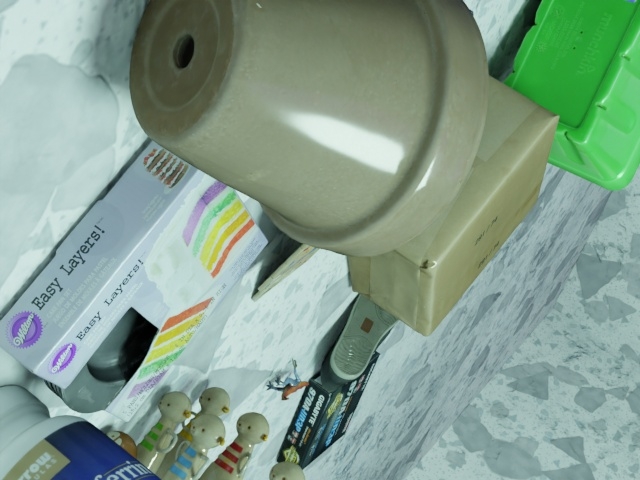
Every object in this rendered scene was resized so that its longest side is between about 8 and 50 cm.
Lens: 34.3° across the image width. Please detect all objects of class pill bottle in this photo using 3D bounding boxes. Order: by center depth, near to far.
[{"bbox_3d":[-0.227,0.258,0.962,0.153,0.264,0.153,-48,159,-25],"label":"pill bottle"}]

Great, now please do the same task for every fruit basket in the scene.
[{"bbox_3d":[0.461,-0.290,1.718,0.392,0.283,0.392,-37,142,-36],"label":"fruit basket"}]

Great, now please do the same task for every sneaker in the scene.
[{"bbox_3d":[0.068,0.158,1.800,0.222,0.083,0.118,-52,180,-29],"label":"sneaker"}]

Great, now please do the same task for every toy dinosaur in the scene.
[{"bbox_3d":[-0.047,0.235,1.647,0.082,0.090,0.047,19,124,-38],"label":"toy dinosaur"}]

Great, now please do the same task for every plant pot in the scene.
[{"bbox_3d":[-0.029,-0.128,0.873,0.229,0.263,0.263,9,116,-43],"label":"plant pot"}]

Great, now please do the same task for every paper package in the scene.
[{"bbox_3d":[0.194,-0.054,1.594,0.325,0.168,0.309,-50,161,-18],"label":"paper package"}]

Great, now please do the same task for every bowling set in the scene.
[{"bbox_3d":[-0.158,0.250,1.258,0.200,0.287,0.154,37,79,-37],"label":"bowling set"}]

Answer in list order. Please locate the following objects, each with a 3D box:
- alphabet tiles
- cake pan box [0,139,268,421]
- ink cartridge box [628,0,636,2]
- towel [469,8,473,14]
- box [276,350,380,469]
[{"bbox_3d":[0.000,0.000,1.330,0.198,0.009,0.237,-38,176,-41],"label":"alphabet tiles"},{"bbox_3d":[-0.179,0.046,1.033,0.267,0.070,0.246,-52,158,-11],"label":"cake pan box"},{"bbox_3d":[0.207,-0.311,0.957,0.371,0.175,0.069,-82,-172,-54],"label":"ink cartridge box"},{"bbox_3d":[0.107,-0.174,1.255,0.243,0.040,0.336,-59,179,16],"label":"towel"},{"bbox_3d":[0.014,0.311,1.926,0.175,0.051,0.220,-30,148,-51],"label":"box"}]
